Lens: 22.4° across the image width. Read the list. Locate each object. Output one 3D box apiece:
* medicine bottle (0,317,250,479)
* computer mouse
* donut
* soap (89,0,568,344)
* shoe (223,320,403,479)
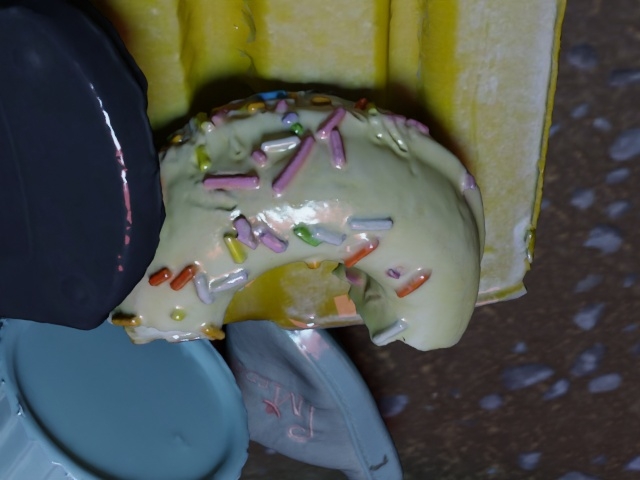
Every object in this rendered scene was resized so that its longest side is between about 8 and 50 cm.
[{"bbox_3d":[-0.174,0.168,0.855,0.158,0.158,0.318,18,129,-29],"label":"medicine bottle"},{"bbox_3d":[-0.171,-0.045,0.648,0.270,0.086,0.137,4,118,24],"label":"computer mouse"},{"bbox_3d":[-0.001,-0.003,0.653,0.166,0.065,0.108,8,133,-20],"label":"donut"},{"bbox_3d":[-0.003,-0.094,0.670,0.199,0.091,0.315,-8,136,-5],"label":"soap"},{"bbox_3d":[-0.014,0.084,0.858,0.078,0.079,0.195,-32,140,1],"label":"shoe"}]
